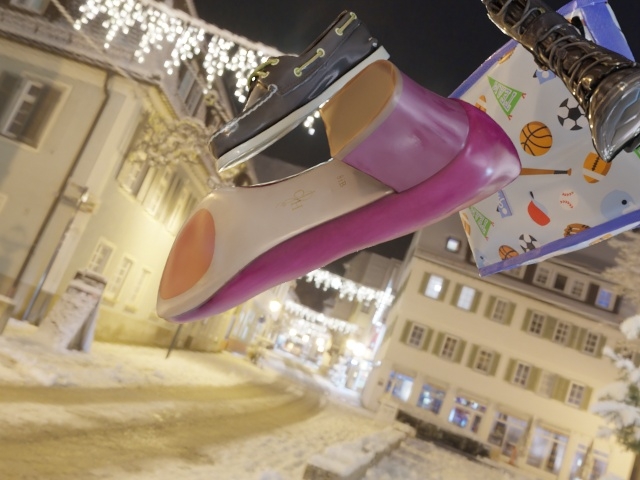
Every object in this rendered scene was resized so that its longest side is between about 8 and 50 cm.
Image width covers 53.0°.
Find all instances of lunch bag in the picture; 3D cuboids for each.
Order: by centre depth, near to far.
[{"bbox_3d":[0.376,-0.145,1.009,0.239,0.328,0.385,-17,-10,-16],"label":"lunch bag"}]

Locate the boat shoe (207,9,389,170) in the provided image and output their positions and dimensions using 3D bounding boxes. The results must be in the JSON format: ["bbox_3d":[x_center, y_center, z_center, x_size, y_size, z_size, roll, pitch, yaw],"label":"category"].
[{"bbox_3d":[-0.029,-0.149,0.624,0.068,0.228,0.081,55,-29,-10],"label":"boat shoe"}]

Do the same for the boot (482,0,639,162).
[{"bbox_3d":[0.255,-0.191,0.672,0.229,0.091,0.263,49,26,17],"label":"boot"}]

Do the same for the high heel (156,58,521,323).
[{"bbox_3d":[0.000,0.000,0.605,0.181,0.127,0.377,23,-41,-37],"label":"high heel"}]
